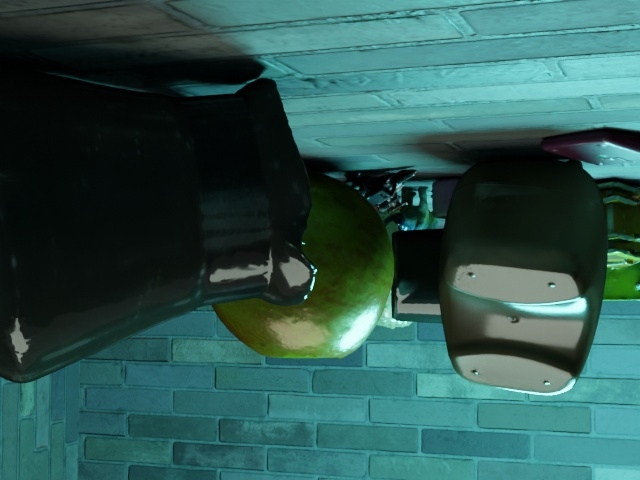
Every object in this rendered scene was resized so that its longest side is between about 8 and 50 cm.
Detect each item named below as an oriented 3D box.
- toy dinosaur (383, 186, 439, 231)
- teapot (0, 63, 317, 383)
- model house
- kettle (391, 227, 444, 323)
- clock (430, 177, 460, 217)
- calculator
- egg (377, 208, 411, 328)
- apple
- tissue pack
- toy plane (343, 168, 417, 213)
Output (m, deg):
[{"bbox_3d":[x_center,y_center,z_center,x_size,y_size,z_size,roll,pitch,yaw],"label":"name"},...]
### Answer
[{"bbox_3d":[0.203,-0.042,2.204,0.076,0.147,0.363,-2,168,24],"label":"toy dinosaur"},{"bbox_3d":[-0.203,-0.043,1.065,0.361,0.306,0.376,-6,-153,-16],"label":"teapot"},{"bbox_3d":[0.620,0.001,2.107,0.357,0.243,0.313,2,174,1],"label":"model house"},{"bbox_3d":[0.292,0.052,2.053,0.307,0.203,0.262,0,-148,5],"label":"kettle"},{"bbox_3d":[0.361,-0.075,2.003,0.247,0.090,0.227,-4,176,38],"label":"clock"},{"bbox_3d":[0.413,-0.127,1.482,0.190,0.034,0.126,3,178,-36],"label":"calculator"},{"bbox_3d":[0.131,0.054,2.399,0.279,0.310,0.279,-38,179,-1],"label":"egg"},{"bbox_3d":[-0.046,0.044,1.839,0.339,0.340,0.339,0,177,0],"label":"apple"},{"bbox_3d":[0.334,0.046,1.733,0.267,0.277,0.387,4,138,14],"label":"tissue pack"},{"bbox_3d":[0.116,-0.094,1.886,0.130,0.061,0.189,33,161,-19],"label":"toy plane"}]
